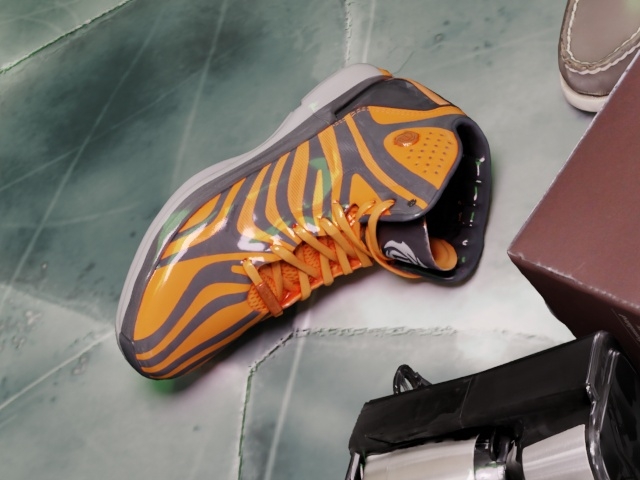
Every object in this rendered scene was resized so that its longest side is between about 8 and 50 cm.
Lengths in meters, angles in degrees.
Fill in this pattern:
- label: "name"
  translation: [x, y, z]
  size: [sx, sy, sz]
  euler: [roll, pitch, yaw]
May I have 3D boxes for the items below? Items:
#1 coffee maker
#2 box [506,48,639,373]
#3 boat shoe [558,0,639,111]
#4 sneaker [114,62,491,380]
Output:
- label: "coffee maker"
  translation: [0.117, 0.123, 0.932]
  size: [0.178, 0.120, 0.171]
  euler: [-20, 51, 27]
- label: "box"
  translation: [0.263, 0.013, 0.913]
  size: [0.203, 0.168, 0.167]
  euler: [26, 77, 42]
- label: "boat shoe"
  translation: [0.272, -0.248, 1.190]
  size: [0.116, 0.097, 0.324]
  euler: [16, 63, 35]
- label: "sneaker"
  translation: [0.000, 0.000, 1.107]
  size: [0.321, 0.124, 0.180]
  euler: [-47, 47, -14]
